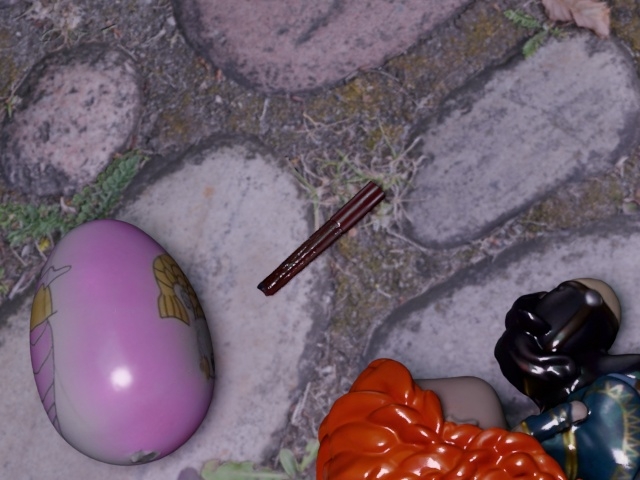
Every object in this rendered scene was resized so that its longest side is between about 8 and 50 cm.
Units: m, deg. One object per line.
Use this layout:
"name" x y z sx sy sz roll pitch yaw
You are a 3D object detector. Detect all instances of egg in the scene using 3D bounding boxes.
"egg" -0.216 0.105 1.597 0.196 0.196 0.271 -26 73 0

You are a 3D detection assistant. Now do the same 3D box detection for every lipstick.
"lipstick" 0.000 0.000 1.689 0.176 0.027 0.027 -42 68 -5

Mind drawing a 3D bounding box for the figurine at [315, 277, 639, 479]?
"figurine" 0.205 0.196 1.485 0.411 0.241 0.306 -31 75 -13
